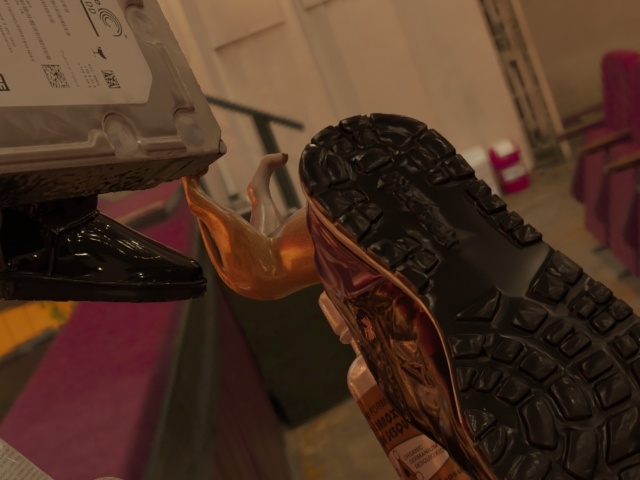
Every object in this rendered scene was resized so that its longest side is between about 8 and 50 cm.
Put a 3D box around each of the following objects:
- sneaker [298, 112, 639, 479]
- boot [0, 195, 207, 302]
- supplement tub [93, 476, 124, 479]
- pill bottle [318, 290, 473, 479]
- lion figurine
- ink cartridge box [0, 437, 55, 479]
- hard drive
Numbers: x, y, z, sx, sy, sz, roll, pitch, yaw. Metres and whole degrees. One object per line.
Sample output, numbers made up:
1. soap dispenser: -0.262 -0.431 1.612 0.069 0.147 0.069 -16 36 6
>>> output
1. sneaker: 0.085 0.065 0.582 0.107 0.124 0.283 -21 53 -17
2. boot: -0.215 -0.044 1.098 0.246 0.207 0.094 3 -2 -35
3. supplement tub: -0.209 0.477 1.491 0.338 0.207 0.207 29 38 25
4. pill bottle: 0.097 0.122 0.956 0.131 0.229 0.131 -28 -15 -8
5. lion figurine: 0.000 0.000 1.339 0.392 0.240 0.142 -11 -4 35
6. ink cartridge box: -0.154 0.322 1.011 0.071 0.330 0.324 -52 -22 -21
7. hard drive: -0.223 -0.142 0.808 0.064 0.237 0.339 -30 -9 28
